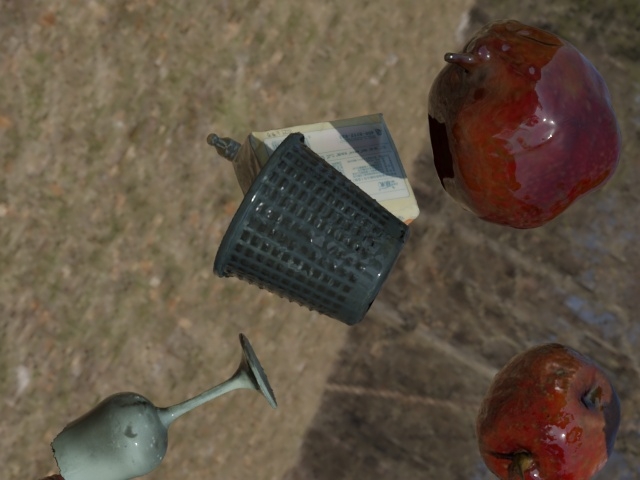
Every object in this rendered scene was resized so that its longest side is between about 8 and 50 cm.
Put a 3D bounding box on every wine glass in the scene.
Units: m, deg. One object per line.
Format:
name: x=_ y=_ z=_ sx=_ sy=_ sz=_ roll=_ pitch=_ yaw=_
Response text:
wine glass: x=-0.141 y=0.159 z=1.099 sx=0.195 sy=0.079 sz=0.079 roll=-26 pitch=-175 yaw=-1

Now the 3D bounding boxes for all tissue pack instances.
tissue pack: x=0.007 y=-0.067 z=1.528 sx=0.196 sy=0.148 sz=0.092 roll=-11 pitch=161 yaw=-25

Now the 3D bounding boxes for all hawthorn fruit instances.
hawthorn fruit: x=0.396 y=0.317 z=2.171 sx=0.261 sy=0.258 sz=0.258 roll=-33 pitch=179 yaw=-14
hawthorn fruit: x=0.202 y=-0.132 z=1.310 sx=0.208 sy=0.248 sz=0.208 roll=-17 pitch=-128 yaw=23

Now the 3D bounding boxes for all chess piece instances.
chess piece: x=-0.121 y=-0.123 z=1.695 sx=0.035 sy=0.092 sz=0.035 roll=-23 pitch=-126 yaw=35

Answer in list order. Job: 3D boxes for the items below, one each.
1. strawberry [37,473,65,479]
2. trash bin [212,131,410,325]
strawberry: x=-0.318 y=0.454 z=1.465 sx=0.310 sy=0.291 sz=0.292 roll=-52 pitch=-178 yaw=-23
trash bin: x=0.000 y=0.000 z=1.262 sx=0.175 sy=0.161 sz=0.175 roll=-59 pitch=177 yaw=-5
